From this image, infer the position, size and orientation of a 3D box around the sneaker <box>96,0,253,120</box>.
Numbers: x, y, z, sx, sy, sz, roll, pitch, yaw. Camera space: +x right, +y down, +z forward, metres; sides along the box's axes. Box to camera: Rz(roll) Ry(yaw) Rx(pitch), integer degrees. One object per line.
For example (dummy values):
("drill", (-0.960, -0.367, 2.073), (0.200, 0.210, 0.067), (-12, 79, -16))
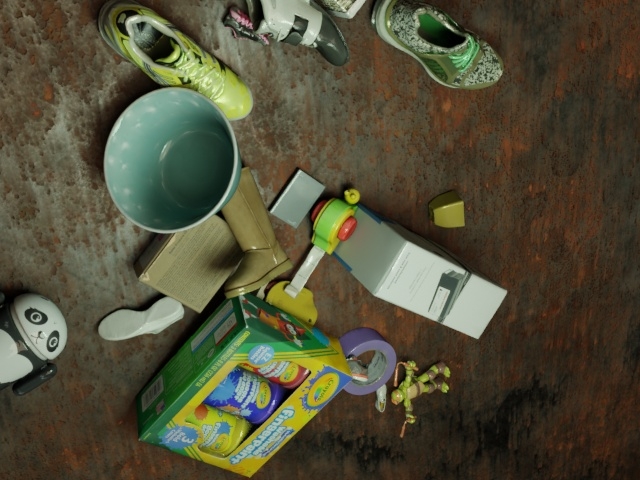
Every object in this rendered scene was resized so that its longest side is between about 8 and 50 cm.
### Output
("sneaker", (-0.301, -0.366, 1.526), (0.384, 0.147, 0.145), (29, 97, -34))

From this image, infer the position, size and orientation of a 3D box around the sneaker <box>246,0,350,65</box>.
("sneaker", (-0.076, -0.486, 1.583), (0.330, 0.122, 0.146), (42, 79, -25))

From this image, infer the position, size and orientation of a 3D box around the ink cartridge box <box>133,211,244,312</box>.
("ink cartridge box", (-0.310, 0.033, 1.745), (0.193, 0.088, 0.235), (36, 95, -33))

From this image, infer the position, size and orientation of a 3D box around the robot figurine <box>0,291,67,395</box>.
("robot figurine", (-0.711, 0.237, 1.598), (0.278, 0.174, 0.209), (-30, 155, -9))

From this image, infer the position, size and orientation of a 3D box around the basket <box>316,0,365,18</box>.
("basket", (0.038, -0.575, 1.580), (0.103, 0.167, 0.113), (34, 96, -27))

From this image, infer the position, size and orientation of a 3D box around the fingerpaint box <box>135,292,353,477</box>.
("fingerpaint box", (-0.202, 0.389, 1.866), (0.371, 0.163, 0.445), (32, 110, -34))

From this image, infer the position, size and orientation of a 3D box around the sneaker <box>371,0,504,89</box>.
("sneaker", (0.319, -0.472, 1.748), (0.410, 0.182, 0.158), (18, 104, -31))

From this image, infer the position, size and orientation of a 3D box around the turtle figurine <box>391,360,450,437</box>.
("turtle figurine", (0.303, 0.475, 2.248), (0.217, 0.087, 0.270), (-15, 111, -27))

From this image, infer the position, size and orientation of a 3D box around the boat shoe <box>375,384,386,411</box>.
("boat shoe", (0.193, 0.495, 2.235), (0.035, 0.035, 0.100), (-4, 115, -23))

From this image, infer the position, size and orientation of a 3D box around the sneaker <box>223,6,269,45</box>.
("sneaker", (-0.169, -0.473, 1.606), (0.119, 0.047, 0.057), (32, 119, -33))

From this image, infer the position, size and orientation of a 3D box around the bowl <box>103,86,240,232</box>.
("bowl", (-0.299, -0.166, 1.565), (0.312, 0.311, 0.163), (-55, 166, 7))

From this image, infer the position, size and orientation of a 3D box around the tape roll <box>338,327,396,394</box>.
("tape roll", (0.125, 0.359, 2.112), (0.189, 0.080, 0.189), (-10, 117, -20))

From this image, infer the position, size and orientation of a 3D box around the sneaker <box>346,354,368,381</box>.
("sneaker", (0.072, 0.353, 2.014), (0.158, 0.061, 0.065), (24, 75, -33))

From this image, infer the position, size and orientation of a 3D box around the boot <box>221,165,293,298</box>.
("boot", (-0.195, -0.019, 1.669), (0.236, 0.089, 0.270), (-32, 99, -56))

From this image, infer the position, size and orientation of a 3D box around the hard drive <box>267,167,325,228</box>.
("hard drive", (-0.062, -0.108, 1.835), (0.094, 0.022, 0.135), (32, 98, -33))

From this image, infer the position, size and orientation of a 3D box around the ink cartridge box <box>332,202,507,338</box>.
("ink cartridge box", (0.263, 0.083, 1.922), (0.394, 0.285, 0.166), (25, 101, -33))

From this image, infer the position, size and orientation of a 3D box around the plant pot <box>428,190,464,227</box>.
("plant pot", (0.353, -0.083, 2.014), (0.083, 0.081, 0.082), (-13, 119, -6))

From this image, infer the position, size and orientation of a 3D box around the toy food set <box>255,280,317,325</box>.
("toy food set", (-0.108, 0.172, 1.928), (0.218, 0.071, 0.128), (30, 75, -35))

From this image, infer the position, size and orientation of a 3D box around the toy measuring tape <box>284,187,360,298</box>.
("toy measuring tape", (0.000, 0.000, 1.845), (0.121, 0.121, 0.330), (36, 87, -34))

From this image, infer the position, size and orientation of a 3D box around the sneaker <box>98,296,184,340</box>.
("sneaker", (-0.444, 0.212, 1.783), (0.212, 0.080, 0.094), (-17, 152, -8))
